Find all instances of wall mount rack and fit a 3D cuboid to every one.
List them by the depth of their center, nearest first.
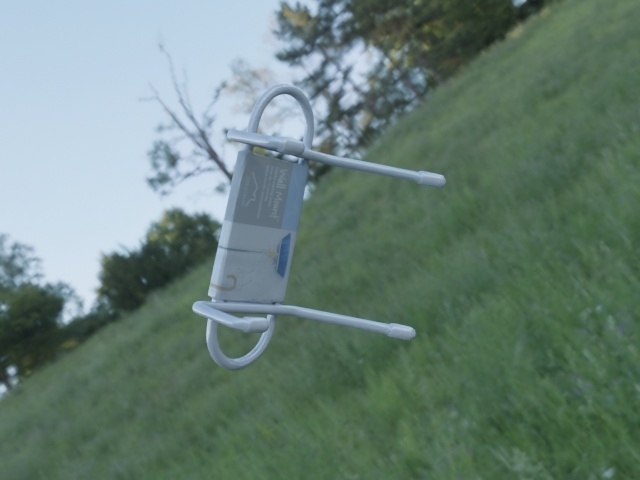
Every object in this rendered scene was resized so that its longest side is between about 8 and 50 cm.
[{"bbox_3d":[0.000,0.000,1.046,0.304,0.130,0.350,7,-85,-49],"label":"wall mount rack"}]
